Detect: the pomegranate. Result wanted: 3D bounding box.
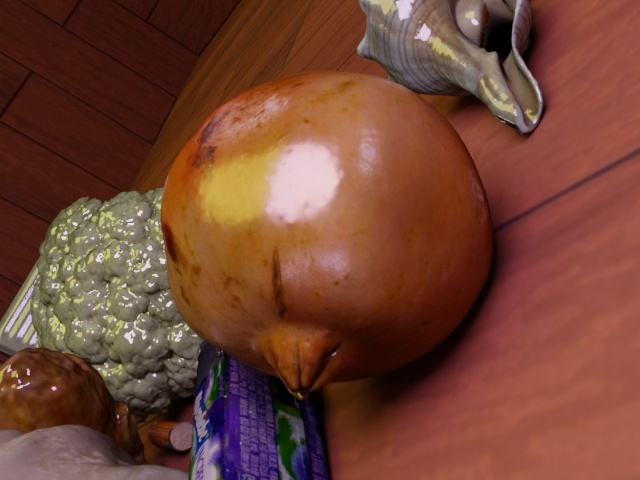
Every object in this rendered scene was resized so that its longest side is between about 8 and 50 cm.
[{"bbox_3d":[0.003,-0.005,0.522,0.209,0.209,0.209,-50,20,25],"label":"pomegranate"}]

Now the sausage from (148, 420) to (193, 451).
[{"bbox_3d":[-0.162,0.207,0.876,0.107,0.031,0.031,-22,40,61],"label":"sausage"}]

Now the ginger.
[{"bbox_3d":[-0.265,0.240,0.837,0.165,0.172,0.321,43,126,47],"label":"ginger"}]

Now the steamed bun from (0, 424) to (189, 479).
[{"bbox_3d":[-0.226,0.283,0.567,0.368,0.255,0.342,-35,27,49],"label":"steamed bun"}]

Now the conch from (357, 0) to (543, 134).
[{"bbox_3d":[0.115,-0.172,0.650,0.234,0.114,0.137,31,101,38],"label":"conch"}]

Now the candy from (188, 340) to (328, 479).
[{"bbox_3d":[-0.041,0.157,0.535,0.061,0.088,0.312,-58,17,19],"label":"candy"}]

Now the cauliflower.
[{"bbox_3d":[-0.193,0.075,0.958,0.250,0.275,0.272,10,-96,-72],"label":"cauliflower"}]

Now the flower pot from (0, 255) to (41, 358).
[{"bbox_3d":[-0.373,0.130,1.279,0.239,0.209,0.189,-24,38,64],"label":"flower pot"}]
